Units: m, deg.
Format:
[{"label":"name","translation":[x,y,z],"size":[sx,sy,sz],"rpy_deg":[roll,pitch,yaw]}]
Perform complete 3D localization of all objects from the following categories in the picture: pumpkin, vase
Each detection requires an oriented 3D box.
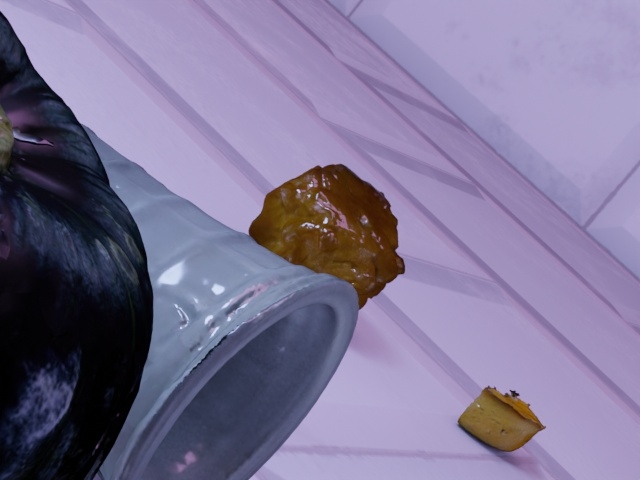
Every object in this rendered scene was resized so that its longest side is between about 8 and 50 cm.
[{"label":"pumpkin","translation":[-0.159,0.001,0.575],"size":[0.233,0.163,0.233],"rpy_deg":[47,13,-15]},{"label":"vase","translation":[-0.139,-0.016,0.811],"size":[0.299,0.143,0.143],"rpy_deg":[39,10,20]}]

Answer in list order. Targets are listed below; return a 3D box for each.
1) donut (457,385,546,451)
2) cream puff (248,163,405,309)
[{"label":"donut","translation":[0.129,0.128,1.352],"size":[0.067,0.038,0.083],"rpy_deg":[34,7,-13]},{"label":"cream puff","translation":[0.000,0.000,1.314],"size":[0.116,0.094,0.122],"rpy_deg":[26,40,-38]}]
